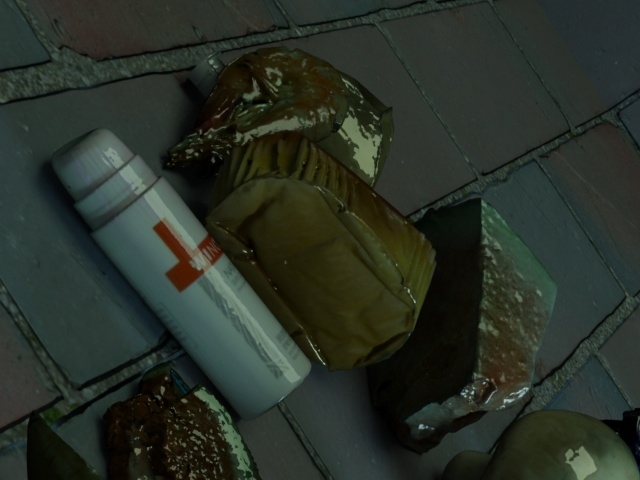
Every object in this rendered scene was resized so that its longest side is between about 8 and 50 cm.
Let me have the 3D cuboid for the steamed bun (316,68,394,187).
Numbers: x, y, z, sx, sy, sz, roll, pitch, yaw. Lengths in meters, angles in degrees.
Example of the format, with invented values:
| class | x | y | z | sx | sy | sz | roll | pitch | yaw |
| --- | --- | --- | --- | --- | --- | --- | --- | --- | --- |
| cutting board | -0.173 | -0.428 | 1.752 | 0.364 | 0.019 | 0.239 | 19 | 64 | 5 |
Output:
| class | x | y | z | sx | sy | sz | roll | pitch | yaw |
| --- | --- | --- | --- | --- | --- | --- | --- | --- | --- |
| steamed bun | 0.042 | -0.169 | 2.284 | 0.231 | 0.110 | 0.212 | 59 | 24 | 3 |

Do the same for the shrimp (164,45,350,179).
| class | x | y | z | sx | sy | sz | roll | pitch | yaw |
| --- | --- | --- | --- | --- | --- | --- | --- | --- | --- |
| shrimp | -0.085 | -0.154 | 1.985 | 0.154 | 0.062 | 0.294 | 47 | 49 | 13 |

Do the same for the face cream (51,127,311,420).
| class | x | y | z | sx | sy | sz | roll | pitch | yaw |
| --- | --- | --- | --- | --- | --- | --- | --- | --- | --- |
| face cream | -0.150 | 0.029 | 1.704 | 0.345 | 0.102 | 0.102 | 52 | 25 | -10 |

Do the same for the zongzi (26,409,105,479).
| class | x | y | z | sx | sy | sz | roll | pitch | yaw |
| --- | --- | --- | --- | --- | --- | --- | --- | --- | --- |
| zongzi | -0.177 | 0.324 | 1.219 | 0.360 | 0.160 | 0.323 | 55 | 24 | -2 |

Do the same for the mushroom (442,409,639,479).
| class | x | y | z | sx | sy | sz | roll | pitch | yaw |
| --- | --- | --- | --- | --- | --- | --- | --- | --- | --- |
| mushroom | 0.247 | 0.314 | 1.943 | 0.234 | 0.254 | 0.260 | 21 | 26 | 37 |

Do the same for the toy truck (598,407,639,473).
| class | x | y | z | sx | sy | sz | roll | pitch | yaw |
| --- | --- | --- | --- | --- | --- | --- | --- | --- | --- |
| toy truck | 0.361 | 0.322 | 2.141 | 0.213 | 0.161 | 0.177 | -19 | 98 | -48 |

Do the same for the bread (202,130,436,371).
| class | x | y | z | sx | sy | sz | roll | pitch | yaw |
| --- | --- | --- | --- | --- | --- | --- | --- | --- | --- |
| bread | 0.000 | 0.000 | 1.886 | 0.288 | 0.204 | 0.156 | 41 | 32 | -18 |

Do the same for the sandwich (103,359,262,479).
| class | x | y | z | sx | sy | sz | roll | pitch | yaw |
| --- | --- | --- | --- | --- | --- | --- | --- | --- | --- |
| sandwich | -0.126 | 0.212 | 1.544 | 0.159 | 0.079 | 0.235 | 32 | 34 | -40 |

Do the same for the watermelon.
| class | x | y | z | sx | sy | sz | roll | pitch | yaw |
| --- | --- | --- | --- | --- | --- | --- | --- | --- | --- |
| watermelon | 0.166 | 0.128 | 2.003 | 0.151 | 0.264 | 0.302 | 24 | 47 | -27 |

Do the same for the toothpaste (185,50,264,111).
| class | x | y | z | sx | sy | sz | roll | pitch | yaw |
| --- | --- | --- | --- | --- | --- | --- | --- | --- | --- |
| toothpaste | -0.043 | -0.102 | 2.053 | 0.323 | 0.066 | 0.100 | 48 | 22 | 4 |
